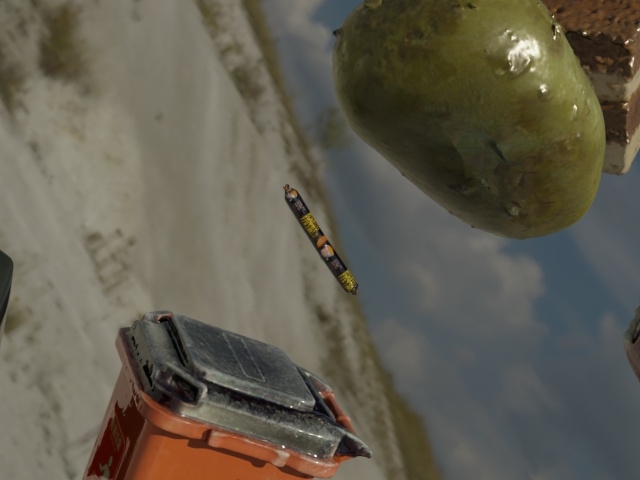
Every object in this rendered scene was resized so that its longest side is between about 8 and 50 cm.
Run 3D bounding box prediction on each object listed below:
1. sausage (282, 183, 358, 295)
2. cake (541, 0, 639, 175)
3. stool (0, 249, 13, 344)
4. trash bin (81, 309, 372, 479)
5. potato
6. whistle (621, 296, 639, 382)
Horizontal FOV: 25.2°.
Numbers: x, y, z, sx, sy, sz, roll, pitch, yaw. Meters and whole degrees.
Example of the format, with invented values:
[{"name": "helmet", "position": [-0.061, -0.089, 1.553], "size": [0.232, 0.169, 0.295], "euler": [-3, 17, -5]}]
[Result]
[{"name": "sausage", "position": [0.000, 0.000, 2.154], "size": [0.198, 0.028, 0.025], "euler": [58, 10, -5]}, {"name": "cake", "position": [0.394, -0.269, 2.179], "size": [0.256, 0.282, 0.290], "euler": [12, -46, 27]}, {"name": "stool", "position": [-0.272, 0.052, 0.707], "size": [0.141, 0.232, 0.232], "euler": [-73, 148, -43]}, {"name": "trash bin", "position": [-0.093, 0.195, 1.089], "size": [0.184, 0.238, 0.161], "euler": [19, 13, -22]}, {"name": "potato", "position": [0.148, -0.122, 1.311], "size": [0.307, 0.210, 0.173], "euler": [45, 32, -36]}, {"name": "whistle", "position": [0.449, 0.048, 1.656], "size": [0.134, 0.346, 0.142], "euler": [24, -2, 24]}]
